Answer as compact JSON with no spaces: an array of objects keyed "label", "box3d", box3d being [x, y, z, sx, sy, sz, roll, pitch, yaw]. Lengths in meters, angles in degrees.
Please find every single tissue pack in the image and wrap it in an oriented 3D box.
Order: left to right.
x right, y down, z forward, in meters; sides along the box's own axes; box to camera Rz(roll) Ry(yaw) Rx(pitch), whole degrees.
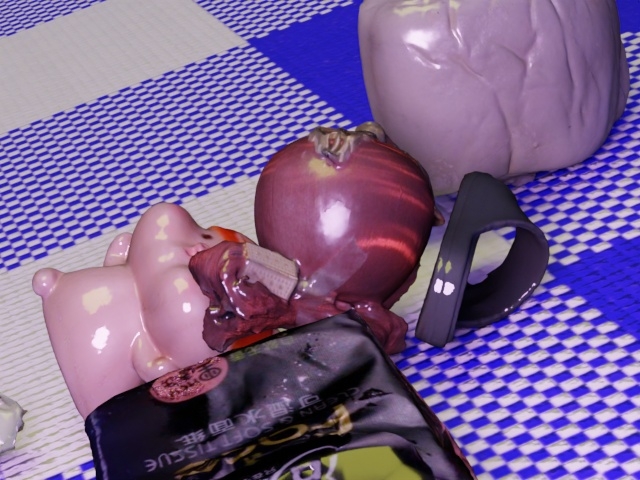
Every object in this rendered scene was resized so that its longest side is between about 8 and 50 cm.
[{"label":"tissue pack","box3d":[-0.031,0.169,1.337,0.245,0.123,0.332,-22,23,-4]}]

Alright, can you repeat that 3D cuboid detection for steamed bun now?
[{"label":"steamed bun","box3d":[0.182,-0.191,1.872,0.236,0.247,0.383,0,20,13]}]

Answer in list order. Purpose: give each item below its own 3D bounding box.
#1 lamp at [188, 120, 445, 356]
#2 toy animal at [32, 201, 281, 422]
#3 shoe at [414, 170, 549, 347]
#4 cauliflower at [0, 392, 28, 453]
[{"label":"lamp","box3d":[0.007,-0.007,1.551,0.151,0.215,0.223,-38,41,40]},{"label":"toy animal","box3d":[-0.131,0.065,1.618,0.198,0.171,0.171,-22,22,-2]},{"label":"shoe","box3d":[0.140,0.026,1.588,0.093,0.108,0.241,17,22,6]},{"label":"cauliflower","box3d":[-0.434,0.162,1.567,0.260,0.281,0.327,-29,39,34]}]
